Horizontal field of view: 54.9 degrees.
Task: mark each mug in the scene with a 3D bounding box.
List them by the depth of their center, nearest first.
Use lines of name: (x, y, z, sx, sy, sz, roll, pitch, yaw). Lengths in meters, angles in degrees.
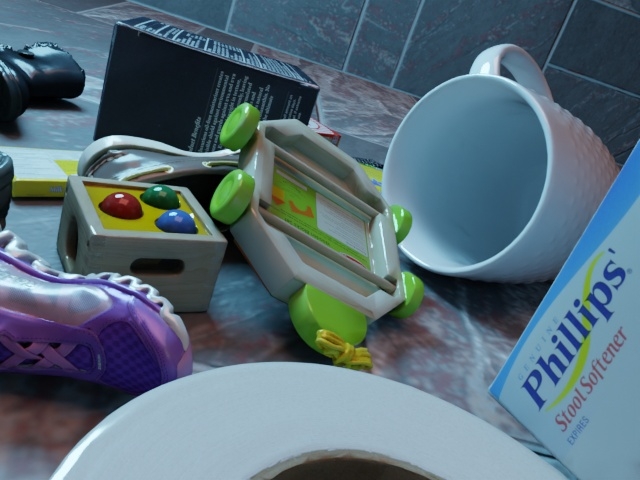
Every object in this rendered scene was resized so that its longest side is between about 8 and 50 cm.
mug: (0.301, -0.116, 0.939, 0.328, 0.373, 0.276, 10, -14, -42)

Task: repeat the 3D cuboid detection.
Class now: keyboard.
keyboard: (0.069, -0.154, 1.267, 0.180, 0.023, 0.108, 0, 29, -38)

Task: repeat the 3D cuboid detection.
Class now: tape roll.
tape roll: (0.033, 0.211, 0.326, 0.392, 0.072, 0.392, 17, 23, -7)

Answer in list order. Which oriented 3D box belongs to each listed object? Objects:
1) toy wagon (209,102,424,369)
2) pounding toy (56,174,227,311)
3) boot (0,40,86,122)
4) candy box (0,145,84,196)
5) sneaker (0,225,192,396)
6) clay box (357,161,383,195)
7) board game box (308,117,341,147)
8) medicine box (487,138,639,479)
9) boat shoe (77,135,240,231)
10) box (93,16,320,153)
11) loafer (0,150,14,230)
toy wagon: (0.000, 0.000, 0.685, 0.267, 0.068, 0.344, 30, 38, -28)
pounding toy: (-0.183, 0.016, 0.568, 0.181, 0.094, 0.206, 4, 27, -34)
boot: (-0.457, -0.256, 0.966, 0.247, 0.094, 0.207, 26, 26, 31)
candy box: (-0.304, -0.086, 0.792, 0.206, 0.027, 0.105, -3, 28, -44)
sneaker: (-0.209, 0.066, 0.447, 0.237, 0.095, 0.104, 19, 26, 14)
clay box: (0.083, -0.084, 1.076, 0.128, 0.053, 0.222, 17, 21, -8)
board game box: (-0.075, -0.239, 1.313, 0.194, 0.045, 0.147, -4, 32, -45)
medicine box: (0.330, 0.066, 0.506, 0.289, 0.263, 0.149, 8, 24, -37)
boat shoe: (-0.126, -0.058, 0.769, 0.325, 0.116, 0.096, 2, 37, -36)
box: (-0.184, -0.231, 1.008, 0.294, 0.182, 0.296, 15, 18, -14)
loafer: (-0.341, 0.007, 0.477, 0.096, 0.084, 0.267, 16, 31, 13)
